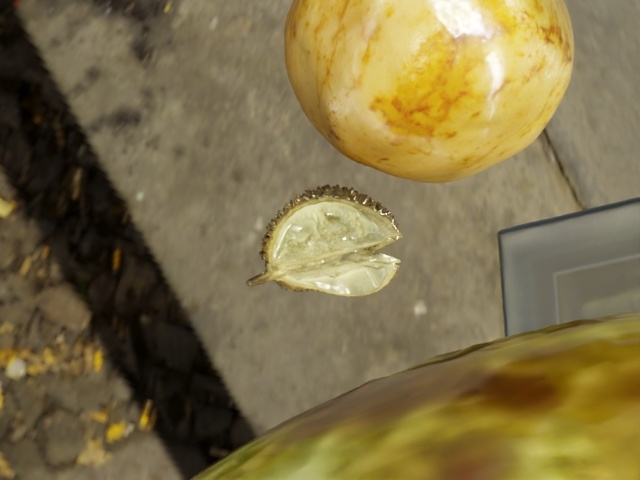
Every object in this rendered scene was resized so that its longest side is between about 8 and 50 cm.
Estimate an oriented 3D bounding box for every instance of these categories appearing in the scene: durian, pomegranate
[{"bbox_3d":[0.001,0.002,1.546,0.140,0.071,0.110,-22,110,10],"label":"durian"},{"bbox_3d":[0.090,-0.160,1.424,0.248,0.248,0.248,1,111,3],"label":"pomegranate"}]

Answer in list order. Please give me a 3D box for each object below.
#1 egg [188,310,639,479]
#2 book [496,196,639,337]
[{"bbox_3d":[0.050,0.139,0.391,0.289,0.238,0.238,-42,103,5],"label":"egg"},{"bbox_3d":[0.202,0.062,0.867,0.269,0.025,0.190,-14,74,40],"label":"book"}]
